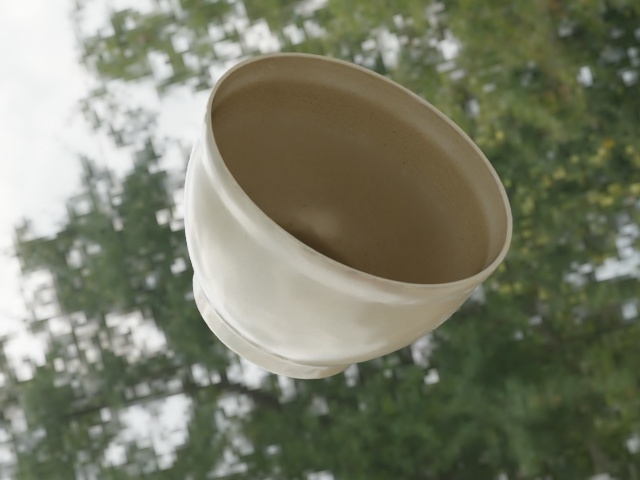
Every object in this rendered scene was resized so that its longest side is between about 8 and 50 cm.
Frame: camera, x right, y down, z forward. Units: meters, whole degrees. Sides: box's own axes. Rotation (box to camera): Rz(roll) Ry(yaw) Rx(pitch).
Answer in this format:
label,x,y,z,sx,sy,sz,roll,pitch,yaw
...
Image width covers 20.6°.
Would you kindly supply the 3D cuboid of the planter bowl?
label,x,y,z,sx,sy,sz,roll,pitch,yaw
planter bowl,0.000,0.000,0.880,0.162,0.162,0.109,-90,23,-49
